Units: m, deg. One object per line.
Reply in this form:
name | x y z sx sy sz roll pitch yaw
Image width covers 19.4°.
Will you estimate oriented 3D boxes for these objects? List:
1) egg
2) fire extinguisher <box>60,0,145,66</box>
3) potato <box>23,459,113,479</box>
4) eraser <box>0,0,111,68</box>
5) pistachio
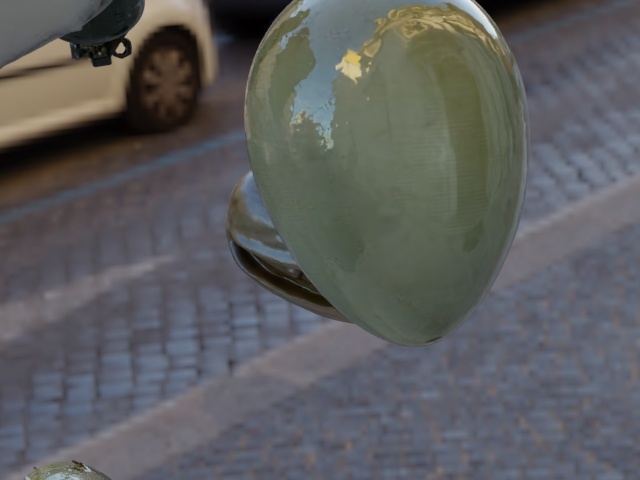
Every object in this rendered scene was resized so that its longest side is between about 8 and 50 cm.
egg | 0.056 -0.064 1.441 0.218 0.295 0.218 -13 4 1
fire extinguisher | -0.205 -0.268 1.596 0.095 0.311 0.114 -12 37 -11
potato | -0.159 0.218 1.322 0.090 0.117 0.225 -54 23 -6
eraser | -0.285 -0.231 1.358 0.331 0.331 0.150 -2 38 7
pistachio | 0.000 0.000 1.787 0.206 0.129 0.131 23 55 23
